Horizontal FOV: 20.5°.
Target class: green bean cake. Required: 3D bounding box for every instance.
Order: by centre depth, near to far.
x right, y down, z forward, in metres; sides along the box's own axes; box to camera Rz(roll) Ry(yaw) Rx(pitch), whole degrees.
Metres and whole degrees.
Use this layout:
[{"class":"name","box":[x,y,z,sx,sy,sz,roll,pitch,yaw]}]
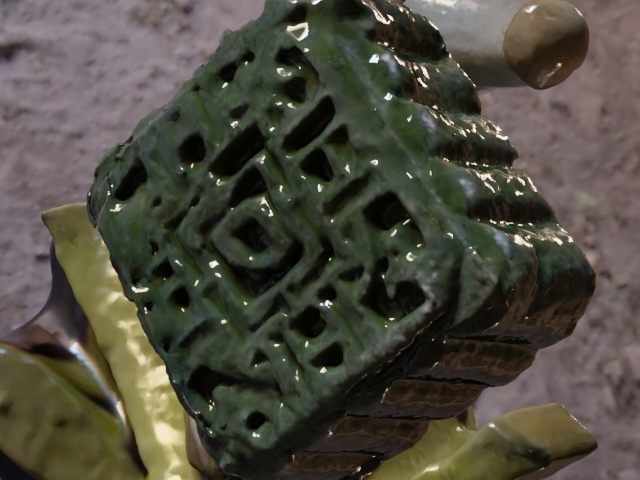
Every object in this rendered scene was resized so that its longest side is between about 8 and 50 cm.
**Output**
[{"class":"green bean cake","box":[0.000,0.000,0.760,0.094,0.173,0.181,-1,59,-56]}]

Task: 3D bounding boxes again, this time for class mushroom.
[{"class":"mushroom","box":[0.101,-0.155,1.310,0.118,0.270,0.103,-16,105,-41]}]

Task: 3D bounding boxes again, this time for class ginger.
[{"class":"ginger","box":[-0.029,0.091,1.196,0.413,0.211,0.358,23,71,-3]}]
